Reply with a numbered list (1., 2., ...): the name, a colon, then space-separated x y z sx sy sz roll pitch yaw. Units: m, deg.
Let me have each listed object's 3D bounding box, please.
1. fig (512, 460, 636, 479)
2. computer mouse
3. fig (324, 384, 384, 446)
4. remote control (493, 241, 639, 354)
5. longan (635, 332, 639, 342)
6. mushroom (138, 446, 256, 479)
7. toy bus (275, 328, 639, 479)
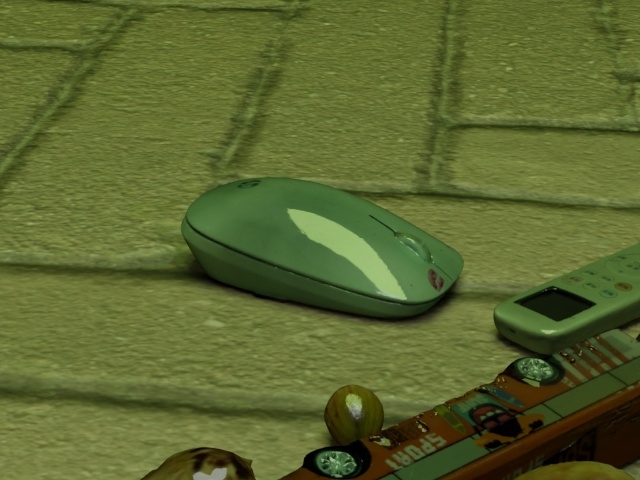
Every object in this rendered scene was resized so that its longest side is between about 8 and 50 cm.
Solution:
1. fig: 0.166 0.218 1.046 0.159 0.159 0.257 4 5 8
2. computer mouse: -0.001 -0.006 1.561 0.288 0.097 0.159 11 24 22
3. fig: 0.029 0.154 1.264 0.050 0.050 0.083 -2 34 -6
4. remote control: 0.296 0.046 1.522 0.309 0.038 0.090 -19 30 -36
5. longan: 0.316 0.105 1.326 0.113 0.092 0.113 -6 3 0
6. mushroom: -0.014 0.286 0.669 0.239 0.345 0.345 10 23 -9
7. toy bus: 0.114 0.169 1.179 0.409 0.093 0.092 -19 38 -37
